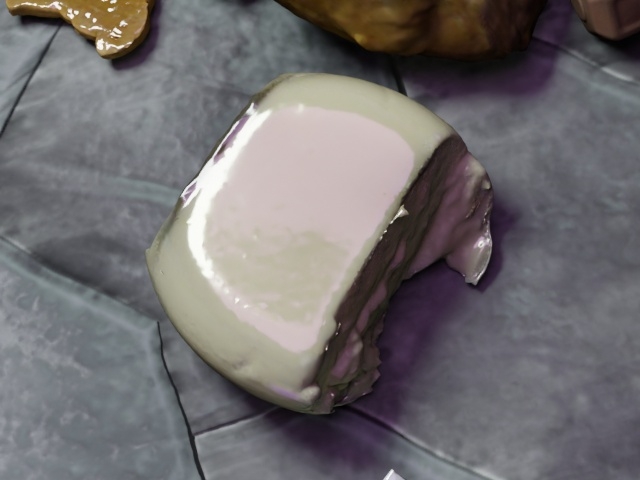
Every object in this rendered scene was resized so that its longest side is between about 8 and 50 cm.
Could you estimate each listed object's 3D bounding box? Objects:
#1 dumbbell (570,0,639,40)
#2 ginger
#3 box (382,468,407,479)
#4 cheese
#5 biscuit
[{"bbox_3d":[0.314,-0.243,1.469,0.230,0.092,0.082,-25,39,-2],"label":"dumbbell"},{"bbox_3d":[0.043,-0.262,1.456,0.223,0.269,0.200,4,48,40],"label":"ginger"},{"bbox_3d":[0.090,0.283,1.308,0.199,0.081,0.135,36,79,20],"label":"box"},{"bbox_3d":[0.000,0.000,1.402,0.233,0.127,0.266,31,79,14],"label":"cheese"},{"bbox_3d":[-0.210,-0.267,1.576,0.162,0.035,0.250,-17,69,-4],"label":"biscuit"}]
